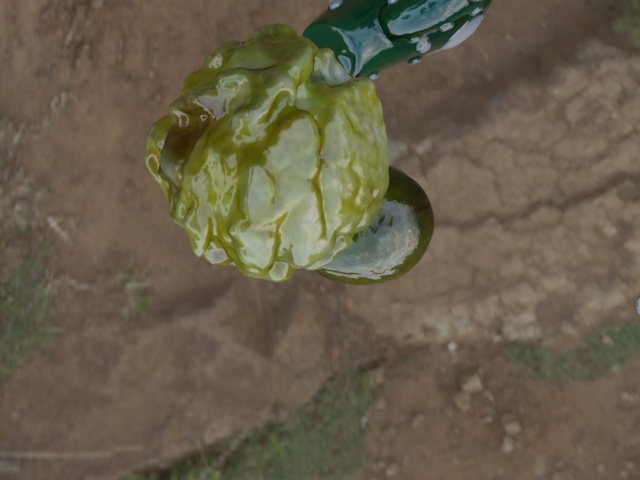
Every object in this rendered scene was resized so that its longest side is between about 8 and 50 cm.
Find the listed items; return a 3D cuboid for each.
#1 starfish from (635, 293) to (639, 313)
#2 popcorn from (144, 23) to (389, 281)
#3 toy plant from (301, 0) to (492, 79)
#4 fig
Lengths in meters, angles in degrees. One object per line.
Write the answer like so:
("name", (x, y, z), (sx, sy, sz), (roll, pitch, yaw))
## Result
("starfish", (0.246, 0.010, 0.723), (0.057, 0.238, 0.213), (37, 69, -18))
("popcorn", (-0.025, -0.042, 0.703), (0.116, 0.121, 0.106), (9, 133, 11))
("toy plant", (0.092, -0.230, 1.469), (0.232, 0.243, 0.113), (-19, 105, 29))
("fig", (0.000, 0.000, 1.493), (0.236, 0.124, 0.124), (-18, 123, -25))
